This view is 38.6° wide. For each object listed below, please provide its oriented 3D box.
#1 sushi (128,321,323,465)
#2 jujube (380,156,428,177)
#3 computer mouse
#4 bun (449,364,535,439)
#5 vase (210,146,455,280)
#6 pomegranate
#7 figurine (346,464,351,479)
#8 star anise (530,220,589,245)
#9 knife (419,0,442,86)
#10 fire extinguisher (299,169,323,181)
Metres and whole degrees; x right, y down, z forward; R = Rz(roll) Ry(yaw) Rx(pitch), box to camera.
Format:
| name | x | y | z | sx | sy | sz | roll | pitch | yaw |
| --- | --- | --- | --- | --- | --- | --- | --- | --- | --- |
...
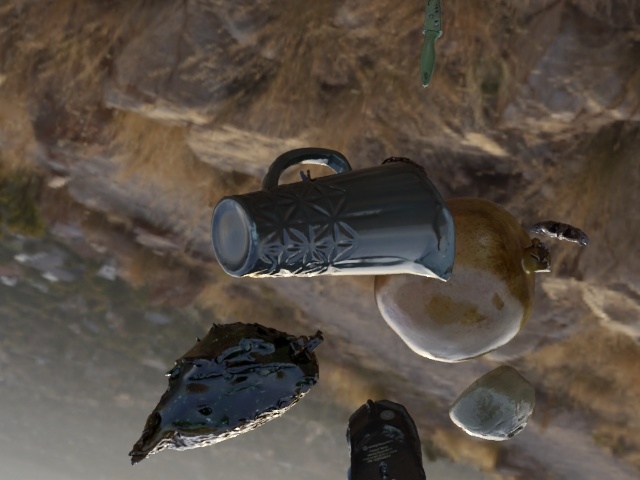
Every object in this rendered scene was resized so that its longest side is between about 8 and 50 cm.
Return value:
| name | x | y | z | sx | sy | sz | roll | pitch | yaw |
| --- | --- | --- | --- | --- | --- | --- | --- | --- | --- |
| sushi | -0.127 | 0.181 | 1.203 | 0.287 | 0.149 | 0.140 | -21 | 167 | -1 |
| jujube | 0.207 | -0.150 | 2.238 | 0.104 | 0.104 | 0.166 | 27 | -172 | -30 |
| computer mouse | 0.093 | 0.315 | 1.278 | 0.106 | 0.192 | 0.062 | -14 | 141 | 7 |
| bun | 0.336 | 0.321 | 1.737 | 0.173 | 0.113 | 0.166 | 4 | 134 | -52 |
| vase | 0.004 | -0.027 | 1.192 | 0.301 | 0.251 | 0.156 | -7 | 143 | -38 |
| pomegranate | 0.253 | 0.064 | 1.617 | 0.319 | 0.319 | 0.319 | 11 | 158 | 5 |
| figurine | -0.009 | 0.505 | 1.292 | 0.277 | 0.388 | 0.248 | -18 | 99 | 53 |
| star anise | 0.558 | -0.021 | 2.134 | 0.141 | 0.042 | 0.141 | 14 | -176 | -1 |
| knife | 0.227 | -0.414 | 1.858 | 0.043 | 0.293 | 0.020 | -12 | 137 | 23 |
| fire extinguisher | 0.016 | -0.084 | 1.575 | 0.050 | 0.062 | 0.177 | -20 | 166 | 24 |
